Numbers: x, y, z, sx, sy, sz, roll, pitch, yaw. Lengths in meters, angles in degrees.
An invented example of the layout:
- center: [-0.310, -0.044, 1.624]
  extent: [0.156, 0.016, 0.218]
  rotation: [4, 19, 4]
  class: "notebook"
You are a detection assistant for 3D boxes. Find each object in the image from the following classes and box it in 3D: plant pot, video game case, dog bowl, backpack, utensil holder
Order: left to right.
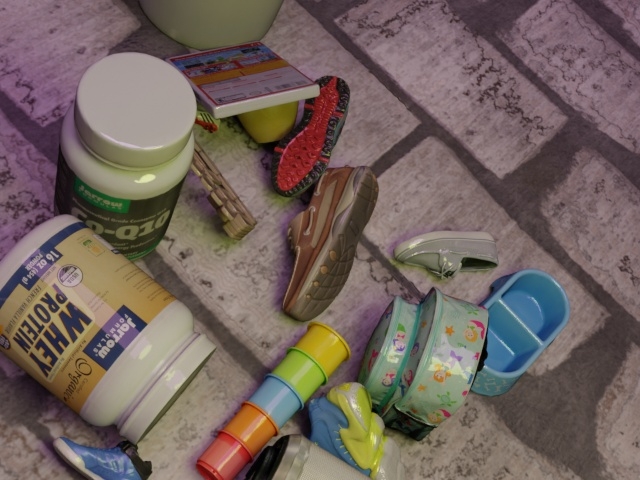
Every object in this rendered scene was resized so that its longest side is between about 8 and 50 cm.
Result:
- center: [-0.179, -0.595, 1.645]
  extent: [0.328, 0.385, 0.327]
  rotation: [8, 62, -15]
  class: "utensil holder"
- center: [-0.153, -0.309, 1.617]
  extent: [0.204, 0.025, 0.285]
  rotation: [-16, 35, -20]
  class: "video game case"
- center: [-0.100, -0.241, 1.658]
  extent: [0.134, 0.134, 0.095]
  rotation: [-16, 103, -26]
  class: "plant pot"
- center: [0.175, 0.200, 1.451]
  extent: [0.191, 0.253, 0.225]
  rotation: [25, 60, -7]
  class: "backpack"
- center: [0.366, 0.166, 1.643]
  extent: [0.297, 0.074, 0.166]
  rotation: [-39, 82, -30]
  class: "dog bowl"

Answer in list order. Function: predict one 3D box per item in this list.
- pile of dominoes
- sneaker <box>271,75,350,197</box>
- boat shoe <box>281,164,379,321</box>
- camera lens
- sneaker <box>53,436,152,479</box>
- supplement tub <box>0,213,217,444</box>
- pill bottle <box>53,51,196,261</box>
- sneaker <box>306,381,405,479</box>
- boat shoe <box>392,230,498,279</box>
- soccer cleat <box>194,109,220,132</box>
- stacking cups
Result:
- center: [-0.212, -0.111, 1.531]
  extent: [0.040, 0.196, 0.251]
  rotation: [-39, 79, 6]
  class: "pile of dominoes"
- center: [-0.007, -0.182, 1.655]
  extent: [0.104, 0.125, 0.261]
  rotation: [23, 71, 14]
  class: "sneaker"
- center: [0.000, 0.000, 1.584]
  extent: [0.116, 0.123, 0.324]
  rotation: [14, 63, 26]
  class: "boat shoe"
- center: [0.001, 0.440, 1.286]
  extent: [0.274, 0.219, 0.219]
  rotation: [32, 58, -2]
  class: "camera lens"
- center: [-0.328, 0.329, 1.316]
  extent: [0.152, 0.058, 0.084]
  rotation: [38, 64, -4]
  class: "sneaker"
- center: [-0.339, 0.137, 1.310]
  extent: [0.316, 0.228, 0.228]
  rotation: [39, 58, 2]
  class: "supplement tub"
- center: [-0.315, -0.123, 1.372]
  extent: [0.204, 0.361, 0.204]
  rotation: [8, 62, -15]
  class: "pill bottle"
- center: [0.054, 0.347, 1.437]
  extent: [0.091, 0.126, 0.240]
  rotation: [-43, 114, -60]
  class: "sneaker"
- center: [0.251, 0.032, 1.665]
  extent: [0.228, 0.079, 0.081]
  rotation: [-3, 61, -25]
  class: "boat shoe"
- center: [-0.232, -0.239, 1.658]
  extent: [0.083, 0.029, 0.035]
  rotation: [28, 50, -9]
  class: "soccer cleat"
- center: [-0.074, 0.278, 1.423]
  extent: [0.096, 0.096, 0.316]
  rotation: [40, 62, 3]
  class: "stacking cups"
